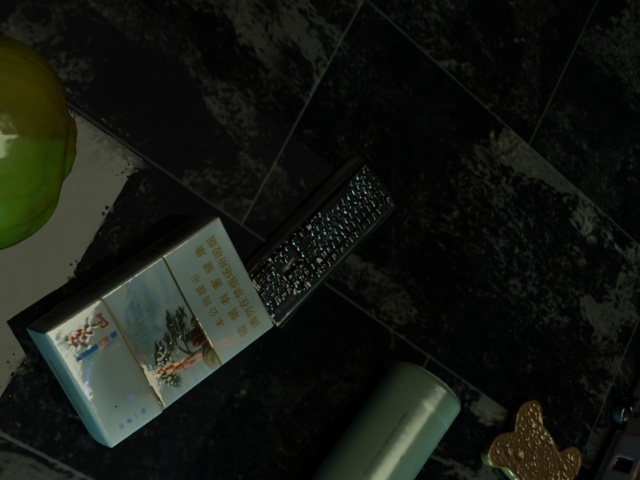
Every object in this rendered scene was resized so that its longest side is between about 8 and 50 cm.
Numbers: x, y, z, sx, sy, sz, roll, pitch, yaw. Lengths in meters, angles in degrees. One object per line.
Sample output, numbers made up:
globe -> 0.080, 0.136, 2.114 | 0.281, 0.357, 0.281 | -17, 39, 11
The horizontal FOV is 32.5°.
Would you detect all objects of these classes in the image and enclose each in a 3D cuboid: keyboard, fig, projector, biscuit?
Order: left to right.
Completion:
fig -> -0.340, -0.084, 1.012 | 0.230, 0.207, 0.207 | -20, 103, -7
keyboard -> 0.000, 0.000, 1.337 | 0.230, 0.025, 0.093 | -47, 112, -23
projector -> 0.039, 0.305, 1.326 | 0.108, 0.108, 0.337 | 48, 67, -25
biscuit -> 0.309, 0.331, 1.530 | 0.138, 0.031, 0.205 | -45, 101, -26

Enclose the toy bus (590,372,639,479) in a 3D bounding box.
toy bus -> 0.473, 0.351, 1.613 | 0.138, 0.112, 0.317 | 43, 70, -31

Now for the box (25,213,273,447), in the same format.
box -> -0.181, 0.093, 1.196 | 0.233, 0.067, 0.149 | -36, 110, -26
